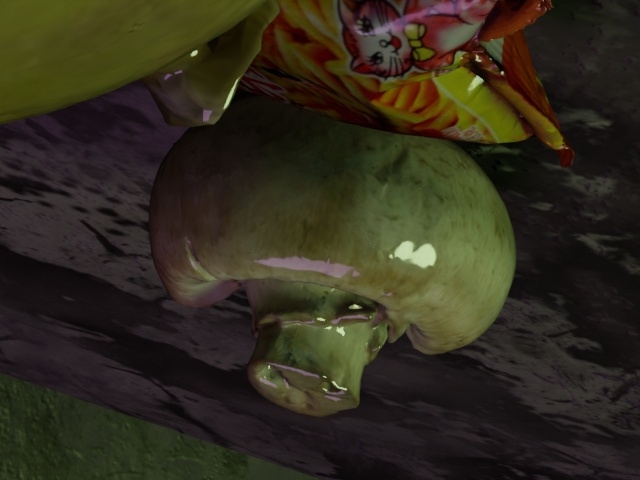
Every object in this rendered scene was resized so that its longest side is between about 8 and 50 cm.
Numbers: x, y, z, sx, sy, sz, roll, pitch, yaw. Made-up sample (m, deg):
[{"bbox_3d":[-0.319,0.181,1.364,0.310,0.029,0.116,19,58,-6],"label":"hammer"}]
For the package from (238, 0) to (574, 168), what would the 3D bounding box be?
[{"bbox_3d":[0.002,-0.128,0.909,0.288,0.108,0.223,20,170,19],"label":"package"}]

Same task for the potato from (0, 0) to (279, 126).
[{"bbox_3d":[-0.179,-0.168,0.547,0.442,0.319,0.385,3,149,37],"label":"potato"}]

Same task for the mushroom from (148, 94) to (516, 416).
[{"bbox_3d":[0.000,0.000,1.146,0.253,0.195,0.189,10,158,11],"label":"mushroom"}]
